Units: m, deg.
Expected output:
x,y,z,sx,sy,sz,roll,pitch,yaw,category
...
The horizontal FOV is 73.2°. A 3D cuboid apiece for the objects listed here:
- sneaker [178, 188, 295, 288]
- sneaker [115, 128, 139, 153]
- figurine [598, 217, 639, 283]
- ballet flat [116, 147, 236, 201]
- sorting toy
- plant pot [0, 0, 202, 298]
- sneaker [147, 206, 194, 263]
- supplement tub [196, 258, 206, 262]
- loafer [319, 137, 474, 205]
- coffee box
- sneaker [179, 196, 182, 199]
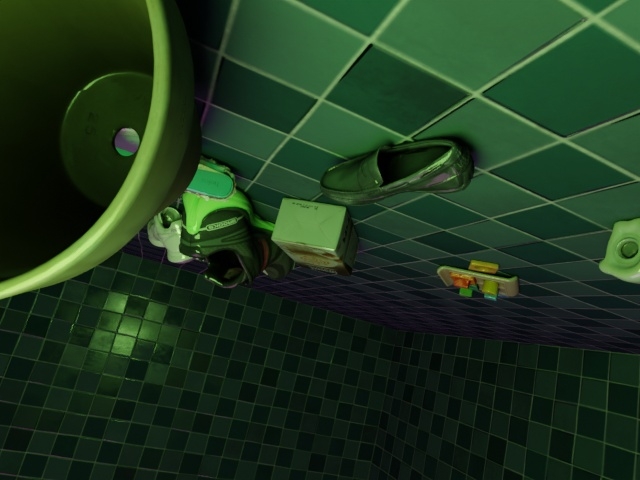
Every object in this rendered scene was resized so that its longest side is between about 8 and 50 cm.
x,y,z,sx,sy,sz,roll,pitch,yaw,category
-0.207,0.025,1.072,0.185,0.203,0.483,9,165,22,sneaker
-0.310,-0.160,0.646,0.255,0.094,0.151,11,160,2,sneaker
0.549,0.029,0.592,0.209,0.093,0.215,15,168,-21,figurine
-0.267,-0.132,0.773,0.240,0.091,0.077,24,-174,-24,ballet flat
0.422,0.121,1.155,0.195,0.047,0.347,7,164,28,sorting toy
-0.247,-0.120,0.415,0.322,0.324,0.280,13,-177,3,plant pot
-0.447,-0.043,1.294,0.114,0.152,0.305,-22,-152,-31,sneaker
-0.320,0.034,1.428,0.197,0.106,0.106,11,166,13,supplement tub
0.087,-0.096,0.576,0.223,0.076,0.078,-2,154,36,loafer
0.000,0.000,0.982,0.141,0.098,0.246,11,166,16,coffee box
-0.264,-0.113,0.856,0.098,0.069,0.038,6,165,32,sneaker
